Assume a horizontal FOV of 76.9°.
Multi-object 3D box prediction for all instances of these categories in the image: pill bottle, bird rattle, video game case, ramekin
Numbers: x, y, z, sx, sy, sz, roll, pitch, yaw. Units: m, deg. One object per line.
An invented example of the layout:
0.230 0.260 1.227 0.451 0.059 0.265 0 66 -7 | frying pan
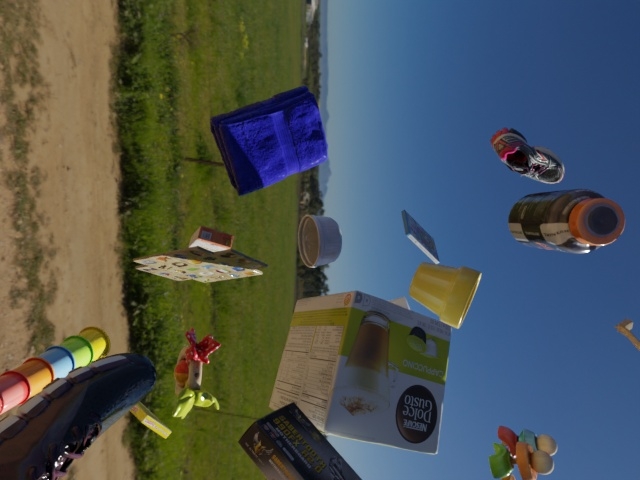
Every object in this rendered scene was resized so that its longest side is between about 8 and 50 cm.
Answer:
0.508 -0.041 0.845 0.245 0.131 0.130 -63 154 -86 | pill bottle
-0.397 0.392 1.211 0.207 0.143 0.253 -16 -102 51 | bird rattle
0.317 -0.012 1.281 0.015 0.166 0.119 -35 -149 29 | video game case
0.000 0.000 1.579 0.207 0.109 0.207 176 -90 -65 | ramekin

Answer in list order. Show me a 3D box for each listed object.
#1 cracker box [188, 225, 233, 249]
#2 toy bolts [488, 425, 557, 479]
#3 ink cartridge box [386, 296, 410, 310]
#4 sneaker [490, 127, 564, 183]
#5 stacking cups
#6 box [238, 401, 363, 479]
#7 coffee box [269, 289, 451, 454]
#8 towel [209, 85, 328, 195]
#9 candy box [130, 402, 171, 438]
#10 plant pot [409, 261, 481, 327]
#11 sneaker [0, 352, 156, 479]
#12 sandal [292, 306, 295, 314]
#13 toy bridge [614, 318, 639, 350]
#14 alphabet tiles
-0.521 0.008 1.904 0.232 0.156 0.067 -23 -127 60 | cracker box
0.622 0.670 1.198 0.229 0.159 0.218 -21 94 -57 | toy bolts
0.336 0.399 1.603 0.207 0.117 0.282 -79 148 -66 | ink cartridge box
0.707 -0.263 1.377 0.121 0.299 0.112 -52 -157 43 | sneaker
-0.610 0.295 0.910 0.316 0.096 0.095 -61 153 -80 | stacking cups
-0.025 0.429 0.767 0.056 0.231 0.183 -50 158 5 | box
0.106 0.357 1.118 0.338 0.338 0.334 -22 -131 59 | coffee box
-0.127 -0.277 1.118 0.076 0.308 0.227 21 -46 58 | towel
-0.511 0.485 1.145 0.027 0.206 0.105 -50 129 -29 | candy box
0.516 0.208 1.705 0.254 0.239 0.253 -46 148 -40 | plant pot
-0.260 0.238 0.379 0.281 0.163 0.106 -30 142 -37 | sneaker
-0.018 0.297 1.753 0.090 0.220 0.060 -121 -141 -49 | sandal
0.756 0.239 0.904 0.188 0.063 0.026 38 -33 60 | toy bridge
-0.340 0.075 1.154 0.285 0.343 0.011 34 51 -58 | alphabet tiles
